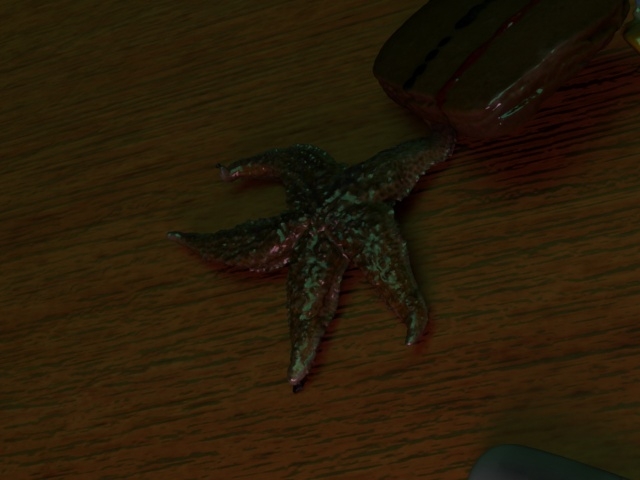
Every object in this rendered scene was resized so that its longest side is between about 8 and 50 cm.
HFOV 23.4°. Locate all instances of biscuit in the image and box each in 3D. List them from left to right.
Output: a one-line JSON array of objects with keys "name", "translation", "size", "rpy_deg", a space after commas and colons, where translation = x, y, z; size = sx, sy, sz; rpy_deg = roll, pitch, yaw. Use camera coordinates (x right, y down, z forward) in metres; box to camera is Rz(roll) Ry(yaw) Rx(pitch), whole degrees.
[{"name": "biscuit", "translation": [0.178, -0.208, 1.408], "size": [0.262, 0.052, 0.277], "rpy_deg": [-39, 26, -5]}]

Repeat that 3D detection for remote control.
[{"name": "remote control", "translation": [0.202, 0.197, 1.121], "size": [0.229, 0.044, 0.073], "rpy_deg": [15, 61, 39]}]

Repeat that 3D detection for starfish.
[{"name": "starfish", "translation": [-0.002, -0.002, 1.402], "size": [0.299, 0.060, 0.302], "rpy_deg": [-24, 46, 9]}]

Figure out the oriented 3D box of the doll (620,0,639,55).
[{"name": "doll", "translation": [0.401, -0.252, 1.305], "size": [0.314, 0.141, 0.177], "rpy_deg": [-43, 70, 11]}]
